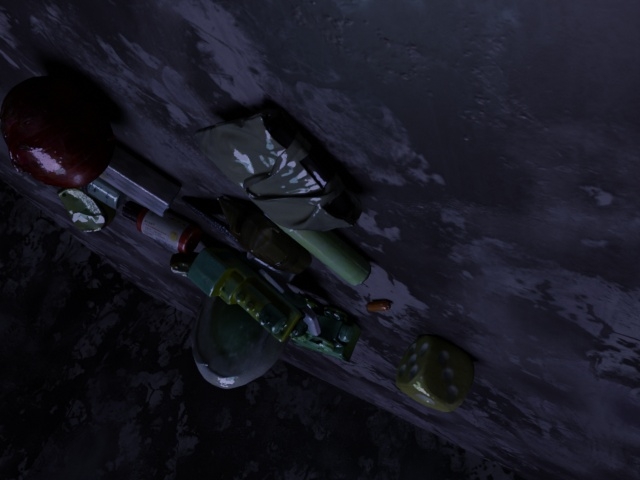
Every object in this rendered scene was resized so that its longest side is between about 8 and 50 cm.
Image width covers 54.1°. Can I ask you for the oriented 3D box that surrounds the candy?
[{"bbox_3d":[-0.301,0.358,2.373,0.386,0.427,0.186,7,146,19],"label":"candy"}]

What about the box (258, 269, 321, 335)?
[{"bbox_3d":[-0.103,0.191,2.059,0.285,0.044,0.142,42,163,28],"label":"box"}]

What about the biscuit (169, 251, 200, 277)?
[{"bbox_3d":[-0.363,0.100,2.152,0.329,0.078,0.335,22,-173,40],"label":"biscuit"}]

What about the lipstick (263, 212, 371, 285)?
[{"bbox_3d":[0.000,0.000,1.484,0.304,0.076,0.076,40,159,-25],"label":"lipstick"}]

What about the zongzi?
[{"bbox_3d":[-0.153,-0.012,1.662,0.242,0.112,0.221,37,178,43],"label":"zongzi"}]

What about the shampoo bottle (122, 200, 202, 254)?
[{"bbox_3d":[-0.543,-0.054,2.113,0.278,0.104,0.104,25,161,13],"label":"shampoo bottle"}]

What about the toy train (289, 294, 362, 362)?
[{"bbox_3d":[0.003,0.309,2.171,0.271,0.159,0.188,12,158,33],"label":"toy train"}]

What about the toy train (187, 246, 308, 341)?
[{"bbox_3d":[-0.200,0.167,1.898,0.369,0.150,0.237,39,-163,20],"label":"toy train"}]

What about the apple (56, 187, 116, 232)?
[{"bbox_3d":[-0.837,-0.133,2.255,0.207,0.174,0.188,8,125,47],"label":"apple"}]

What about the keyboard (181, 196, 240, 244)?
[{"bbox_3d":[-0.306,-0.056,1.777,0.101,0.018,0.309,46,169,-36],"label":"keyboard"}]

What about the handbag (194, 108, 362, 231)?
[{"bbox_3d":[-0.078,-0.121,1.227,0.253,0.109,0.316,-2,138,52],"label":"handbag"}]

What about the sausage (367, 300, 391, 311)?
[{"bbox_3d":[0.170,0.186,1.779,0.031,0.031,0.107,36,160,-16],"label":"sausage"}]

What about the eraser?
[{"bbox_3d":[-0.596,-0.217,1.799,0.397,0.082,0.213,34,161,-12],"label":"eraser"}]

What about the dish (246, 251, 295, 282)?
[{"bbox_3d":[-0.133,0.049,1.824,0.154,0.064,0.234,30,161,-1],"label":"dish"}]

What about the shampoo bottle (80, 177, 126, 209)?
[{"bbox_3d":[-0.824,-0.230,2.106,0.359,0.078,0.134,31,151,-4],"label":"shampoo bottle"}]

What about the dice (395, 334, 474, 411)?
[{"bbox_3d":[0.336,0.391,1.843,0.166,0.169,0.169,34,161,-13],"label":"dice"}]

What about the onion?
[{"bbox_3d":[-0.631,-0.255,1.497,0.276,0.276,0.276,27,161,10],"label":"onion"}]
